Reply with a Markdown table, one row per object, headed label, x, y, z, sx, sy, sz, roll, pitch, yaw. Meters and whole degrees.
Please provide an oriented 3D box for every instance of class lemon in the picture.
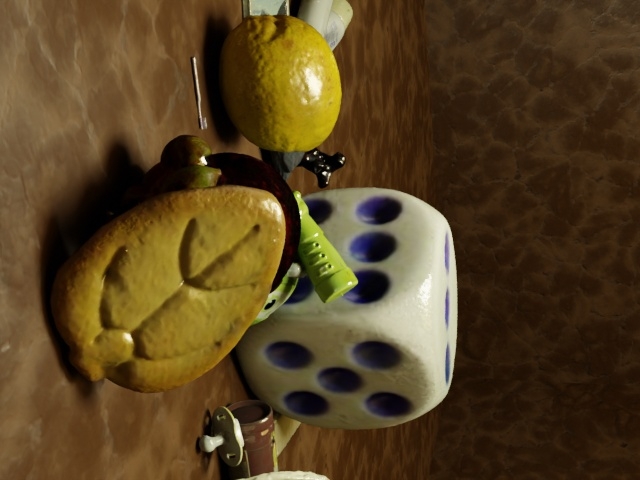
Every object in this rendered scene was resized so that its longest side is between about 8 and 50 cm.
| label | x | y | z | sx | sy | sz | roll | pitch | yaw |
| --- | --- | --- | --- | --- | --- | --- | --- | --- | --- |
| lemon | -0.056 | -0.221 | 1.296 | 0.170 | 0.170 | 0.207 | -67 | 152 | -55 |

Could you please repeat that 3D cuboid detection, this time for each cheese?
| label | x | y | z | sx | sy | sz | roll | pitch | yaw |
| --- | --- | --- | --- | --- | --- | --- | --- | --- | --- |
| cheese | -0.042 | 0.282 | 1.641 | 0.400 | 0.034 | 0.085 | -39 | 126 | -70 |

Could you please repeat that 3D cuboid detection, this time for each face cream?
| label | x | y | z | sx | sy | sz | roll | pitch | yaw |
| --- | --- | --- | --- | --- | --- | --- | --- | --- | --- |
| face cream | -0.010 | -0.359 | 1.709 | 0.114 | 0.070 | 0.224 | 71 | 37 | -51 |

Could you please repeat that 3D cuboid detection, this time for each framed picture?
| label | x | y | z | sx | sy | sz | roll | pitch | yaw |
| --- | --- | --- | --- | --- | --- | --- | --- | --- | --- |
| framed picture | -0.085 | -0.346 | 1.483 | 0.203 | 0.015 | 0.150 | -37 | 127 | -72 |

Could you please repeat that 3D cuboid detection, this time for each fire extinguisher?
| label | x | y | z | sx | sy | sz | roll | pitch | yaw |
| --- | --- | --- | --- | --- | --- | --- | --- | --- | --- |
| fire extinguisher | -0.112 | 0.365 | 1.352 | 0.075 | 0.106 | 0.252 | -145 | -132 | -60 |

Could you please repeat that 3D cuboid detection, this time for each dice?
| label | x | y | z | sx | sy | sz | roll | pitch | yaw |
| --- | --- | --- | --- | --- | --- | --- | --- | --- | --- |
| dice | 0.049 | 0.110 | 1.445 | 0.304 | 0.304 | 0.277 | 74 | 23 | -47 |

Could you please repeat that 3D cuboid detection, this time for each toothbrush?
| label | x | y | z | sx | sy | sz | roll | pitch | yaw |
| --- | --- | --- | --- | --- | --- | --- | --- | --- | --- |
| toothbrush | -0.161 | -0.194 | 1.216 | 0.006 | 0.008 | 0.097 | -89 | 174 | -69 |

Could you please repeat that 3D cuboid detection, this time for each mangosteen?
| label | x | y | z | sx | sy | sz | roll | pitch | yaw |
| --- | --- | --- | --- | --- | --- | --- | --- | --- | --- |
| mangosteen | -0.124 | -0.012 | 1.031 | 0.210 | 0.210 | 0.209 | 1 | 90 | -75 |

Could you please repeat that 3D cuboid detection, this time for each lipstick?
| label | x | y | z | sx | sy | sz | roll | pitch | yaw |
| --- | --- | --- | --- | --- | --- | --- | --- | --- | --- |
| lipstick | -0.009 | -0.419 | 1.653 | 0.264 | 0.059 | 0.059 | -79 | 162 | -47 |

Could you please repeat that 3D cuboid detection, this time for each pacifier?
| label | x | y | z | sx | sy | sz | roll | pitch | yaw |
| --- | --- | --- | --- | --- | --- | --- | --- | --- | --- |
| pacifier | -0.141 | 0.271 | 1.257 | 0.064 | 0.068 | 0.083 | -8 | 80 | -42 |

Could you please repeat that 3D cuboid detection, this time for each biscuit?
| label | x | y | z | sx | sy | sz | roll | pitch | yaw |
| --- | --- | --- | --- | --- | --- | --- | --- | --- | --- |
| biscuit | -0.141 | 0.044 | 0.913 | 0.203 | 0.260 | 0.041 | 51 | -2 | -28 |

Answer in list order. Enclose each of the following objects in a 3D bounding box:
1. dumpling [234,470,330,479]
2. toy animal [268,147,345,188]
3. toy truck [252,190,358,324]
| label | x | y | z | sx | sy | sz | roll | pitch | yaw |
| --- | --- | --- | --- | --- | --- | --- | --- | --- | --- |
| dumpling | -0.096 | 0.411 | 1.251 | 0.179 | 0.131 | 0.252 | 23 | 102 | -37 |
| toy animal | -0.068 | -0.167 | 1.483 | 0.117 | 0.121 | 0.210 | -44 | 136 | -2 |
| toy truck | -0.072 | 0.010 | 1.223 | 0.148 | 0.211 | 0.187 | 22 | 52 | -74 |
